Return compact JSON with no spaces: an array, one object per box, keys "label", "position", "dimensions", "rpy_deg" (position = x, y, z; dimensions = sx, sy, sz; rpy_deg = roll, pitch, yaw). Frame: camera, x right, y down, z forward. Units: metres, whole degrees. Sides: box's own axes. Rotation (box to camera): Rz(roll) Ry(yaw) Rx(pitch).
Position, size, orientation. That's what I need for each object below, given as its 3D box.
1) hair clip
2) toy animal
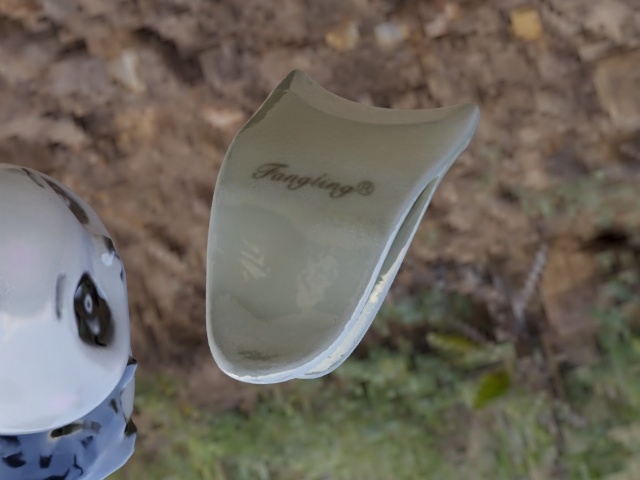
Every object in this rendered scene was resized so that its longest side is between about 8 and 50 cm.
[{"label":"hair clip","position":[-0.003,-0.012,1.535],"dimensions":[0.172,0.282,0.113],"rpy_deg":[14,166,21]},{"label":"toy animal","position":[-0.204,0.055,1.282],"dimensions":[0.165,0.187,0.235],"rpy_deg":[-14,146,-14]}]
